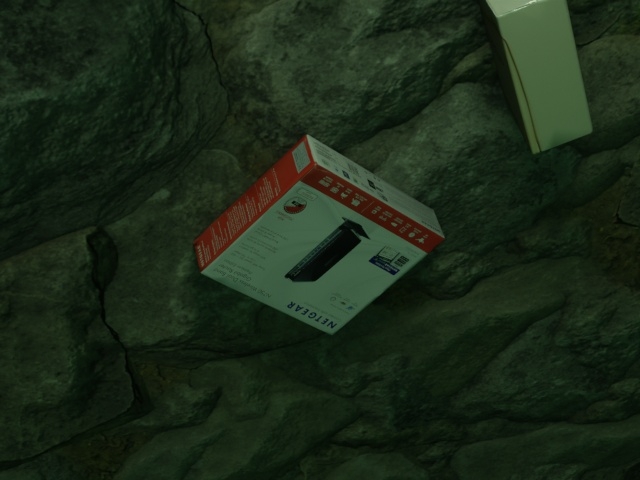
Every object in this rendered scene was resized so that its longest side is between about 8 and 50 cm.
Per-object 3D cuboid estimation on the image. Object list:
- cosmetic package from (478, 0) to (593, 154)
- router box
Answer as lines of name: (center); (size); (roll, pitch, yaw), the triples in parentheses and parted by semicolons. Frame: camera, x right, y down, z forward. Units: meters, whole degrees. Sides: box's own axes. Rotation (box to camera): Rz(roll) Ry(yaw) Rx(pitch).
cosmetic package: (0.335, -0.304, 2.092); (0.113, 0.160, 0.309); (-22, 136, 5)
router box: (0.000, 0.000, 2.347); (0.335, 0.082, 0.301); (27, 121, -37)
